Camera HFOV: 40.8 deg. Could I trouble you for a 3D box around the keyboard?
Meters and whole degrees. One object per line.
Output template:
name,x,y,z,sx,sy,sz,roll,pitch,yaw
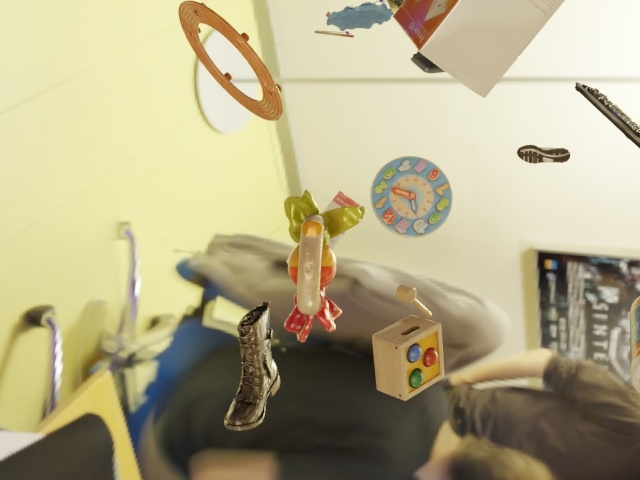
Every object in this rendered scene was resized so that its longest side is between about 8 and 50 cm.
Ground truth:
keyboard,0.638,-0.193,1.685,0.033,0.317,0.201,-48,149,22

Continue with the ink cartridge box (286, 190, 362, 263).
ink cartridge box,0.000,0.000,1.807,0.198,0.067,0.115,-53,178,-40

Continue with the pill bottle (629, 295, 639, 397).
pill bottle,0.588,0.197,1.456,0.222,0.124,0.124,-69,150,-46

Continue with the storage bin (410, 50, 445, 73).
storage bin,0.316,-0.511,2.293,0.098,0.135,0.091,31,73,-36

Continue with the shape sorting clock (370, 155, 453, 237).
shape sorting clock,0.224,-0.108,2.116,0.040,0.206,0.206,111,-13,-83

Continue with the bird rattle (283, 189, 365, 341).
bird rattle,-0.021,0.046,1.432,0.207,0.143,0.254,-14,117,-85

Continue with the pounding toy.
pounding toy,0.203,0.198,1.793,0.181,0.094,0.206,-22,114,-39

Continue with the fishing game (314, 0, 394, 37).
fishing game,0.103,-0.606,2.308,0.189,0.264,0.041,-4,83,-34

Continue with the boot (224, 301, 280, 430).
boot,-0.169,0.290,2.019,0.263,0.091,0.229,-57,146,-59

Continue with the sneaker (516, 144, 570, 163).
sneaker,0.464,-0.177,1.799,0.044,0.109,0.040,-26,123,-80

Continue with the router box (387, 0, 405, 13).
router box,0.224,-0.567,1.996,0.038,0.122,0.092,59,2,-26

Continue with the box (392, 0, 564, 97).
box,0.320,-0.472,1.571,0.168,0.345,0.215,29,21,-25

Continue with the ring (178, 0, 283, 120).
ring,-0.199,-0.411,1.963,0.032,0.336,0.337,-43,139,-15
